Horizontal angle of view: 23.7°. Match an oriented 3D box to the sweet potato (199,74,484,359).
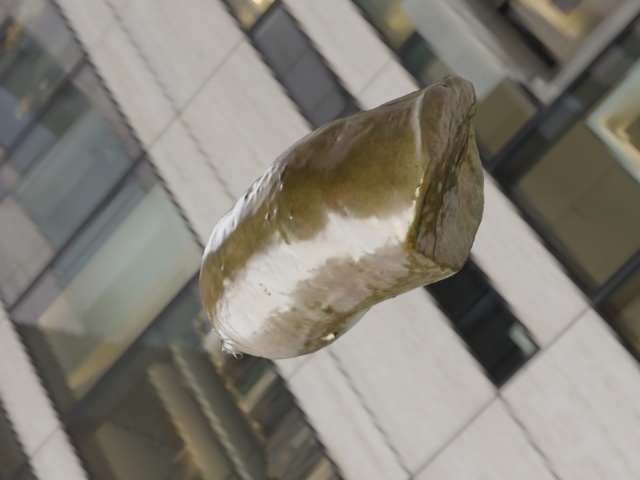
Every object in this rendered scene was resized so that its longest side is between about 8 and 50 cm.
[{"bbox_3d":[0.000,0.000,1.181,0.157,0.369,0.158,22,-127,-33],"label":"sweet potato"}]
